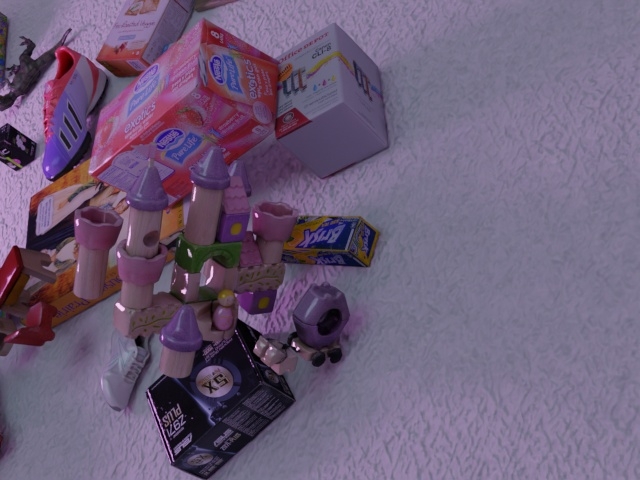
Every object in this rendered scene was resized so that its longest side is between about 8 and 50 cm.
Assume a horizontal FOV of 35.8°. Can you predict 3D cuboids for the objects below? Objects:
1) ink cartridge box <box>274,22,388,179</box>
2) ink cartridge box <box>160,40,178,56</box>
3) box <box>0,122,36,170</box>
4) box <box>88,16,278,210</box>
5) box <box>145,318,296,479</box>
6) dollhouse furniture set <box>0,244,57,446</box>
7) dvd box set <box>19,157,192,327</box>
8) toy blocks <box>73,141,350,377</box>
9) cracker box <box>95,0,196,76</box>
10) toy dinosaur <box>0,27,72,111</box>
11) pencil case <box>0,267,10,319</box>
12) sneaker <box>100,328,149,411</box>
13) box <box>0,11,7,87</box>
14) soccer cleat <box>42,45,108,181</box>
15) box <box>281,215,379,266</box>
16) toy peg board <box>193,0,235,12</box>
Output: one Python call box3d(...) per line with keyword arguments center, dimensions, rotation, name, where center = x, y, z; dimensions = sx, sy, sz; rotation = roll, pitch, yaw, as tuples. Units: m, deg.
box3d(center=(0.013, -0.215, 1.529), dimensions=(0.128, 0.127, 0.176), rotation=(-26, 47, 26), name="ink cartridge box")
box3d(center=(-0.276, -0.368, 1.954), dimensions=(0.083, 0.028, 0.048), rotation=(-10, 57, 36), name="ink cartridge box")
box3d(center=(-0.663, -0.200, 2.132), dimensions=(0.062, 0.083, 0.052), rotation=(-27, 47, 25), name="box")
box3d(center=(-0.217, -0.190, 1.555), dimensions=(0.300, 0.154, 0.142), rotation=(-31, 46, 41), name="box")
box3d(center=(-0.146, 0.221, 1.406), dimensions=(0.180, 0.077, 0.147), rotation=(-42, 44, 10), name="box")
box3d(center=(-0.588, 0.204, 1.678), dimensions=(0.374, 0.152, 0.201), rotation=(-56, 40, 19), name="dollhouse furniture set")
box3d(center=(-0.371, -0.047, 1.794), dimensions=(0.420, 0.062, 0.308), rotation=(-28, 48, 24), name="dvd box set")
box3d(center=(-0.136, -0.003, 1.323), dimensions=(0.309, 0.288, 0.260), rotation=(34, 119, 41), name="toy blocks")
box3d(center=(-0.350, -0.452, 2.047), dimensions=(0.155, 0.067, 0.232), rotation=(6, 67, 42), name="cracker box")
box3d(center=(-0.684, -0.408, 2.314), dimensions=(0.268, 0.064, 0.118), rotation=(-48, 49, 1), name="toy dinosaur")
box3d(center=(-0.714, 0.108, 1.832), dimensions=(0.124, 0.284, 0.124), rotation=(177, 90, -69), name="pencil case")
box3d(center=(-0.308, 0.197, 1.581), dimensions=(0.061, 0.053, 0.152), rotation=(-17, 52, 28), name="sneaker")
box3d(center=(-0.949, -0.444, 2.478), dimensions=(0.290, 0.177, 0.279), rotation=(-31, 47, 21), name="box")
box3d(center=(-0.523, -0.257, 2.009), dimensions=(0.108, 0.116, 0.318), rotation=(-20, 45, 30), name="soccer cleat")
box3d(center=(0.000, 0.000, 1.448), dimensions=(0.168, 0.054, 0.059), rotation=(1, 64, 42), name="box")
box3d(center=(-0.192, -0.556, 1.973), dimensions=(0.161, 0.079, 0.161), rotation=(-6, 59, 39), name="toy peg board")
